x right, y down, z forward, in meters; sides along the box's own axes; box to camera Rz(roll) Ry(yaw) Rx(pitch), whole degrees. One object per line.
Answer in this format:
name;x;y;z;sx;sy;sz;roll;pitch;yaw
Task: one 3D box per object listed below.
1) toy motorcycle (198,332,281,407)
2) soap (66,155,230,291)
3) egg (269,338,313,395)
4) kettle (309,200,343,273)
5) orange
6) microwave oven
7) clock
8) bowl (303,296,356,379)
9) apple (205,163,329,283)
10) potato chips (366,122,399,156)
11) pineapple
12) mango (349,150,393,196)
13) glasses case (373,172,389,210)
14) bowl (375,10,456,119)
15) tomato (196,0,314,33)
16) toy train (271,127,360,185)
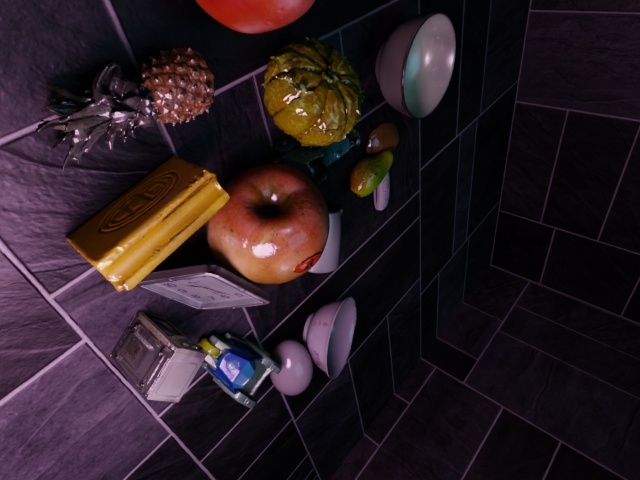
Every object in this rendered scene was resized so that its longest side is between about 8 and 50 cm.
toy motorcycle;-0.271;0.430;1.378;0.191;0.199;0.327;-52;145;-16
soap;-0.385;-0.053;0.938;0.324;0.204;0.096;-47;138;-24
egg;-0.118;0.499;1.631;0.176;0.176;0.232;-28;120;-40
kettle;-0.030;-0.020;1.465;0.220;0.161;0.237;-3;116;-17
orange;-0.026;-0.412;1.150;0.299;0.223;0.302;26;64;-29
microwave oven;-0.434;0.304;1.086;0.163;0.204;0.129;-59;144;-9
clock;-0.309;0.128;1.113;0.279;0.273;0.049;43;44;-54
bowl;0.024;0.391;1.730;0.345;0.156;0.347;9;90;-69
apple;-0.142;-0.028;1.147;0.338;0.338;0.305;-43;162;-27
potato chips;0.264;-0.404;1.683;0.201;0.049;0.151;-18;119;-39
pineapple;-0.390;-0.285;0.837;0.364;0.165;0.166;-34;135;-32
mango;0.200;-0.274;1.625;0.233;0.111;0.125;-48;149;-14
glasses case;0.267;-0.221;1.792;0.076;0.049;0.198;-35;135;-34
bowl;0.323;-0.636;1.498;0.353;0.185;0.355;-29;132;-39
tomato;-0.134;-0.589;0.835;0.321;0.321;0.322;-29;132;-39
toy train;-0.007;-0.279;1.289;0.298;0.194;0.120;-40;136;-31
